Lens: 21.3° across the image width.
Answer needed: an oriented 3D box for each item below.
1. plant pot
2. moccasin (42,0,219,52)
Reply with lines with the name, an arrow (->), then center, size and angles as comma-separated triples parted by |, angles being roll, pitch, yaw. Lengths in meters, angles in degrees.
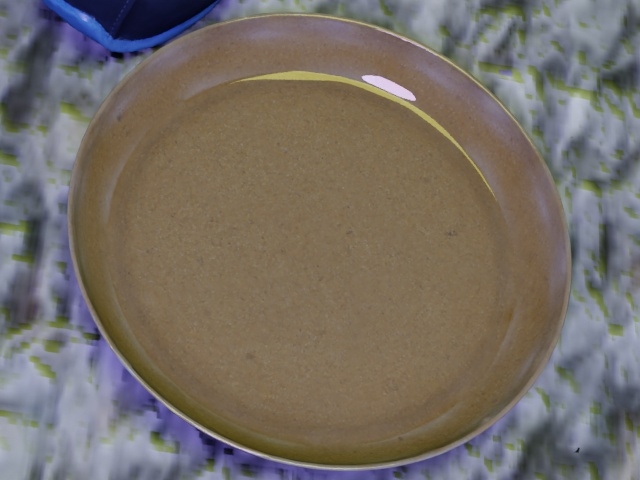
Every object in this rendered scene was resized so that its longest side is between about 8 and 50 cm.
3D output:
plant pot -> 0.000, 0.000, 0.792 | 0.236, 0.032, 0.236 | 5, 61, -10
moccasin -> -0.012, -0.232, 0.861 | 0.137, 0.117, 0.342 | 29, 60, 3
